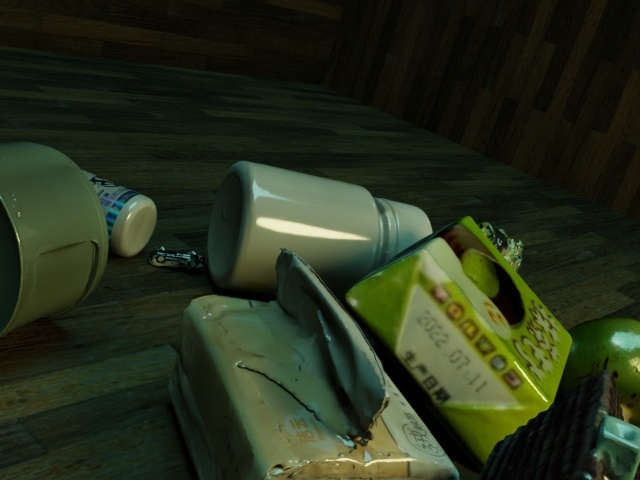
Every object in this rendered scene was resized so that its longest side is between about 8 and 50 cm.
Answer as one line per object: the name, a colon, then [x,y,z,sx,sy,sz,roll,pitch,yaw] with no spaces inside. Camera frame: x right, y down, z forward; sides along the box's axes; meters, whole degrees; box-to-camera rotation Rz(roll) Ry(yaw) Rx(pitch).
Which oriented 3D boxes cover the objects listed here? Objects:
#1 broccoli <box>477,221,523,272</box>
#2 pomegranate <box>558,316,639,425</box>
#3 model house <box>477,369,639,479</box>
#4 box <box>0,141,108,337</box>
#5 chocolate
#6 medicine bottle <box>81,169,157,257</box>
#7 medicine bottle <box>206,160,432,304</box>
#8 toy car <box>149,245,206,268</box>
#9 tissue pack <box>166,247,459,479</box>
broccoli: [0.302,0.099,1.402,0.145,0.165,0.304,45,28,-17]
pomegranate: [0.443,0.219,1.150,0.179,0.180,0.210,17,50,-2]
model house: [0.264,0.257,0.722,0.230,0.249,0.280,24,20,16]
box: [-0.387,-0.001,0.908,0.226,0.226,0.149,24,20,18]
chocolate: [0.210,0.119,1.064,0.289,0.137,0.301,51,27,6]
medicine bottle: [-0.373,-0.052,1.246,0.191,0.107,0.107,22,20,14]
medicine bottle: [0.000,0.000,1.270,0.339,0.208,0.208,11,20,-24]
toy car: [-0.235,0.032,1.256,0.093,0.025,0.041,9,22,-8]
tissue pack: [-0.012,0.162,0.788,0.238,0.239,0.305,8,21,-26]
